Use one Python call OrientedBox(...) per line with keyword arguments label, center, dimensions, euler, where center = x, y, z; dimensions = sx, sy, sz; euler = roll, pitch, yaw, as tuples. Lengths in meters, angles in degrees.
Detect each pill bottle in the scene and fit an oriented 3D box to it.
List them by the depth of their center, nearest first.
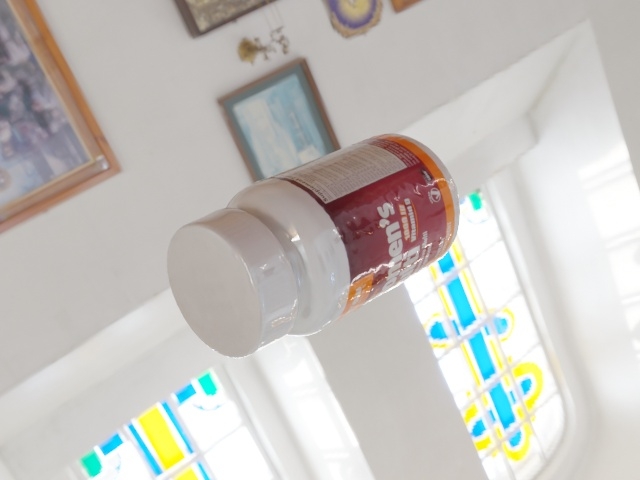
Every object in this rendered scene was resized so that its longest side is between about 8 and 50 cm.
OrientedBox(label="pill bottle", center=(0.000, 0.000, 0.647), dimensions=(0.121, 0.121, 0.221), euler=(0, -161, 45))
